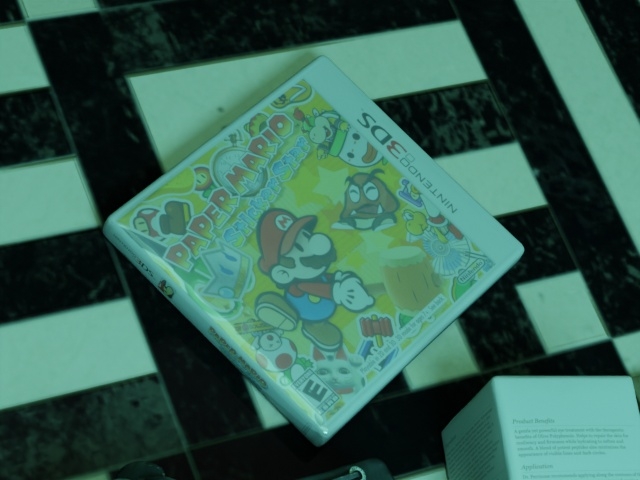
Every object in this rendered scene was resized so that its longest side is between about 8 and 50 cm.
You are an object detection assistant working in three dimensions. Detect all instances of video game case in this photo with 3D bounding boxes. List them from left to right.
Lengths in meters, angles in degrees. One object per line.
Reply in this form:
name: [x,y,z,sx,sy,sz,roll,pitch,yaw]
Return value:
video game case: [0.000,0.000,1.297,0.206,0.026,0.227,44,56,8]

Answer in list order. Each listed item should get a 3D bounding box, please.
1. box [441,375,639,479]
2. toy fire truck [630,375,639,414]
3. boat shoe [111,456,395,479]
box: [0.145,0.144,1.222,0.101,0.102,0.087,1,63,-19]
toy fire truck: [0.305,0.189,1.247,0.217,0.158,0.246,-2,72,-21]
boat shoe: [-0.084,0.182,1.101,0.340,0.127,0.113,-6,63,-25]
